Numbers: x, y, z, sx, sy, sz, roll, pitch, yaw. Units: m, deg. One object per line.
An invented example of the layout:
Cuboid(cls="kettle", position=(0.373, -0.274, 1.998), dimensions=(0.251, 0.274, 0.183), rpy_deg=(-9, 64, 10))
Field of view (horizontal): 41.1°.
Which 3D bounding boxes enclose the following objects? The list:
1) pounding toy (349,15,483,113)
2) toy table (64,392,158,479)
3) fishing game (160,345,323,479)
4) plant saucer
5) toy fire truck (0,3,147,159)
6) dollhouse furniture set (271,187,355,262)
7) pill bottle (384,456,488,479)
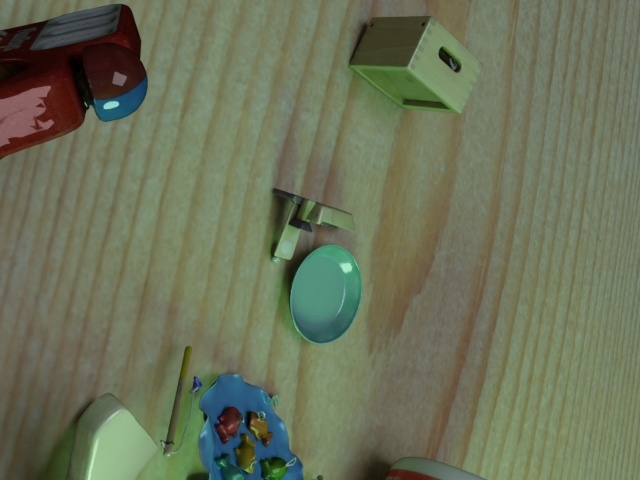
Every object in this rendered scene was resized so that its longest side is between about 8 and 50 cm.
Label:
Cuboid(cls="pounding toy", position=(0.129, -0.226, 1.079), dimensions=(0.141, 0.130, 0.100), rpy_deg=(30, 82, -38))
Cuboid(cls="toy table", position=(-0.178, 0.255, 0.722), dimensions=(0.161, 0.252, 0.274), rpy_deg=(-44, 149, -20))
Cuboid(cls="fishing game", position=(-0.064, 0.226, 0.897), dimensions=(0.264, 0.041, 0.189), rpy_deg=(53, 25, -27))
Cuboid(cls="plant saucer", position=(0.002, 0.063, 1.016), dimensions=(0.119, 0.021, 0.120), rpy_deg=(-8, 102, -43))
Cuboid(cls="toy fire truck", position=(-0.248, -0.106, 0.593), dimensions=(0.253, 0.302, 0.170), rpy_deg=(-16, 114, -5))
Cuboid(cls="dollhouse furniture set", position=(0.000, 0.000, 0.990), dimensions=(0.114, 0.091, 0.081), rpy_deg=(16, 95, -44))
Cuboid(cls="pill bottle", position=(0.115, 0.461, 0.997), dimensions=(0.210, 0.210, 0.363), rpy_deg=(42, 64, -34))
